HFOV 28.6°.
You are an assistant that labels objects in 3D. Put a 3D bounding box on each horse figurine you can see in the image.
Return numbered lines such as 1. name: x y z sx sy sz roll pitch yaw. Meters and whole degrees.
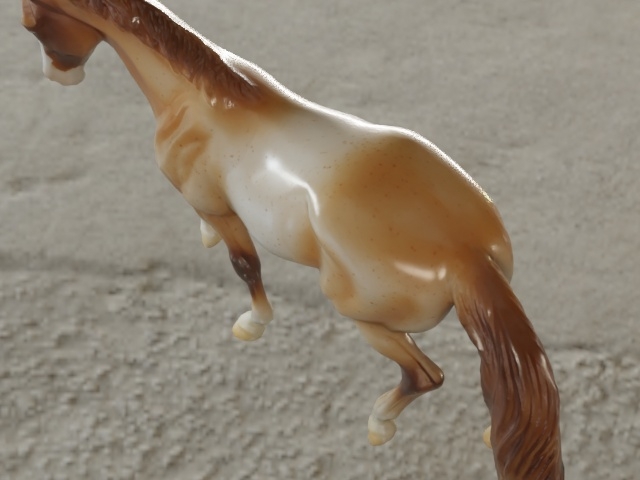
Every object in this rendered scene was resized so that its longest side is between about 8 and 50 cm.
1. horse figurine: 0.000 0.000 0.467 0.066 0.174 0.263 -39 57 -24
